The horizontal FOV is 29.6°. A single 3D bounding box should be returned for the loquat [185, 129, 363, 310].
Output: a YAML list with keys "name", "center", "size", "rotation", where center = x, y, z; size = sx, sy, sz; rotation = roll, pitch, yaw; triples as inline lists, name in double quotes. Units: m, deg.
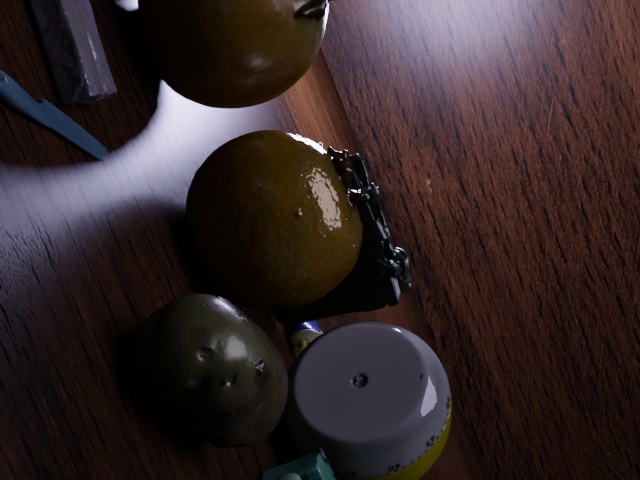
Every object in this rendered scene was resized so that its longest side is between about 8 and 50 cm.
- name: "loquat"
  center: [-0.061, -0.037, 1.758]
  size: [0.275, 0.275, 0.275]
  rotation: [-20, 90, -78]

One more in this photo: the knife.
- name: "knife"
  center: [-0.315, -0.145, 1.404]
  size: [0.313, 0.019, 0.044]
  rotation: [43, 27, -69]

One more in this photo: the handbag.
- name: "handbag"
  center: [0.000, -0.001, 1.951]
  size: [0.079, 0.260, 0.247]
  rotation: [-39, 112, -54]

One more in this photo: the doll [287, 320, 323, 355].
- name: "doll"
  center: [-0.031, 0.138, 2.082]
  size: [0.099, 0.058, 0.143]
  rotation: [28, 37, -41]

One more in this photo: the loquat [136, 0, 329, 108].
- name: "loquat"
  center: [-0.114, -0.372, 1.863]
  size: [0.328, 0.359, 0.328]
  rotation: [-9, 90, -72]

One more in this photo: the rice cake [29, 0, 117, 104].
- name: "rice cake"
  center: [-0.331, -0.307, 1.507]
  size: [0.106, 0.050, 0.298]
  rotation: [-9, 78, -77]

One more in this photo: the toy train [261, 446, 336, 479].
- name: "toy train"
  center: [-0.009, 0.396, 1.649]
  size: [0.163, 0.112, 0.203]
  rotation: [-90, 160, -78]

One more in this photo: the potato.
- name: "potato"
  center: [-0.127, 0.154, 1.435]
  size: [0.262, 0.165, 0.165]
  rotation: [59, 15, -64]

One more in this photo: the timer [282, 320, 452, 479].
- name: "timer"
  center: [0.080, 0.285, 1.890]
  size: [0.285, 0.285, 0.285]
  rotation: [-20, 90, -78]
